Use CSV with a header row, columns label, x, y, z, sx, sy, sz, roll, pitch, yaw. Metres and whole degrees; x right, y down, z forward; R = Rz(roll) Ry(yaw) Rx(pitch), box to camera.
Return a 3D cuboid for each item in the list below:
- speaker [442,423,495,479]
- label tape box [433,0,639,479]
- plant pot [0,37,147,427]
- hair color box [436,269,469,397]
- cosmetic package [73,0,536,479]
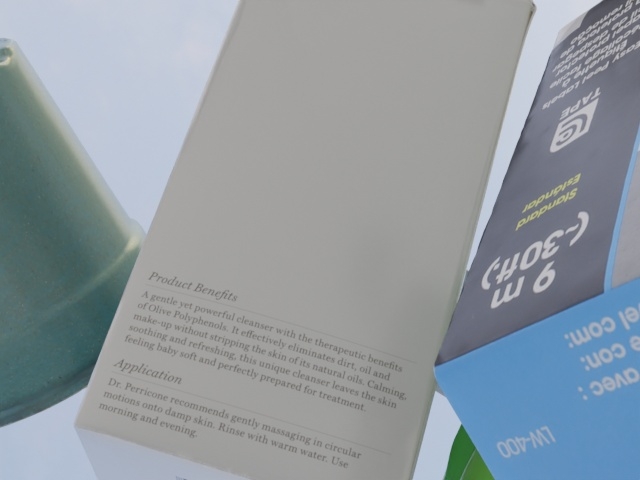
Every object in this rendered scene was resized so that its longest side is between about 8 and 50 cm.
label,x,y,z,sx,sy,sz,roll,pitch,yaw
speaker,0.158,0.108,0.679,0.131,0.131,0.297,-15,-43,-38
label tape box,0.165,-0.004,0.380,0.106,0.240,0.334,42,-133,-16
plant pot,-0.374,-0.020,1.282,0.341,0.341,0.334,-40,-64,-32
hair color box,0.075,0.053,1.108,0.374,0.185,0.114,31,-89,-10
cosmetic package,0.000,0.000,0.761,0.196,0.155,0.366,17,-116,5
